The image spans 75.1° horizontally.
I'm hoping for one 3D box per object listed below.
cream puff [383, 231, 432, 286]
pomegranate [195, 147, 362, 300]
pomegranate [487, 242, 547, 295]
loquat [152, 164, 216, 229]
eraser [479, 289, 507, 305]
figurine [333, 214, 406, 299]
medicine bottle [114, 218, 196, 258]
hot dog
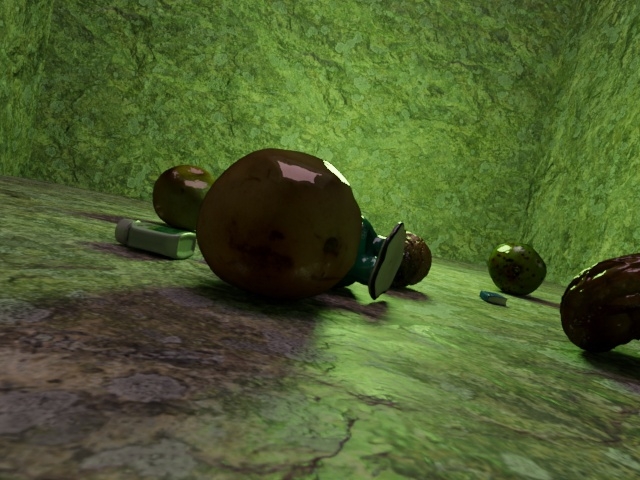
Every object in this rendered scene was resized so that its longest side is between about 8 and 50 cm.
[{"bbox_3d":[0.229,0.077,1.254,0.183,0.183,0.169,13,27,24],"label":"cream puff"},{"bbox_3d":[-0.081,-0.034,0.794,0.319,0.319,0.319,11,4,-1],"label":"pomegranate"},{"bbox_3d":[0.816,0.120,1.786,0.231,0.231,0.286,11,-6,0],"label":"pomegranate"},{"bbox_3d":[-0.529,-0.162,1.681,0.284,0.276,0.276,32,13,27],"label":"loquat"},{"bbox_3d":[0.567,0.189,1.372,0.063,0.027,0.085,11,5,3],"label":"eraser"},{"bbox_3d":[0.021,0.005,1.044,0.340,0.231,0.323,21,43,25],"label":"figurine"},{"bbox_3d":[-0.408,-0.005,1.028,0.183,0.069,0.119,11,6,13],"label":"medicine bottle"},{"bbox_3d":[0.651,0.121,0.866,0.388,0.174,0.267,1,-33,-46],"label":"hot dog"}]
